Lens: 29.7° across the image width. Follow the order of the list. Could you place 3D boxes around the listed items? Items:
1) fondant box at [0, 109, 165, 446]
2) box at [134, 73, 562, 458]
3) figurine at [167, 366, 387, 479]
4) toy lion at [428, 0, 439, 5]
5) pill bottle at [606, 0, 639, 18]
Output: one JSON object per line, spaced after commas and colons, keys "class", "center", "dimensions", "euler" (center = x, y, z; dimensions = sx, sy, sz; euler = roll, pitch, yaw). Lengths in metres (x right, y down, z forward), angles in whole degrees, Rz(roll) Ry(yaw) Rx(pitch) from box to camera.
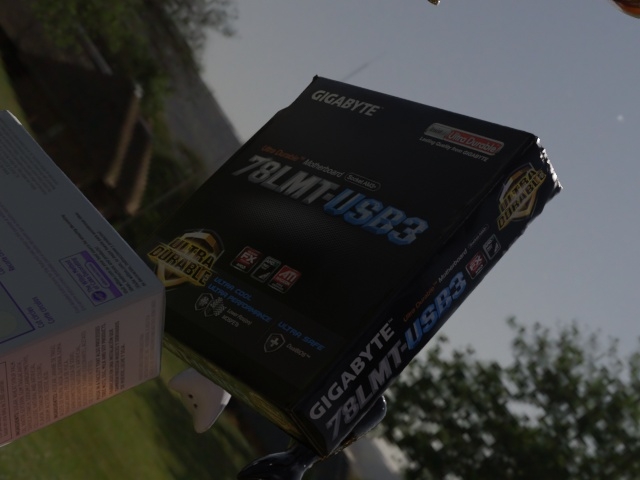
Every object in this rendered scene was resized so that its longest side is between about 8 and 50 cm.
{"class": "fondant box", "center": [-0.308, 0.050, 0.827], "dimensions": [0.238, 0.330, 0.096], "euler": [44, -40, 34]}
{"class": "box", "center": [0.000, 0.000, 1.013], "dimensions": [0.295, 0.293, 0.073], "euler": [26, -23, 49]}
{"class": "figurine", "center": [-0.055, 0.186, 1.392], "dimensions": [0.215, 0.209, 0.092], "euler": [53, -37, -6]}
{"class": "toy lion", "center": [0.134, -0.388, 1.770], "dimensions": [0.096, 0.034, 0.100], "euler": [26, 15, -28]}
{"class": "pill bottle", "center": [0.318, -0.415, 1.317], "dimensions": [0.392, 0.224, 0.224], "euler": [24, 20, -48]}
